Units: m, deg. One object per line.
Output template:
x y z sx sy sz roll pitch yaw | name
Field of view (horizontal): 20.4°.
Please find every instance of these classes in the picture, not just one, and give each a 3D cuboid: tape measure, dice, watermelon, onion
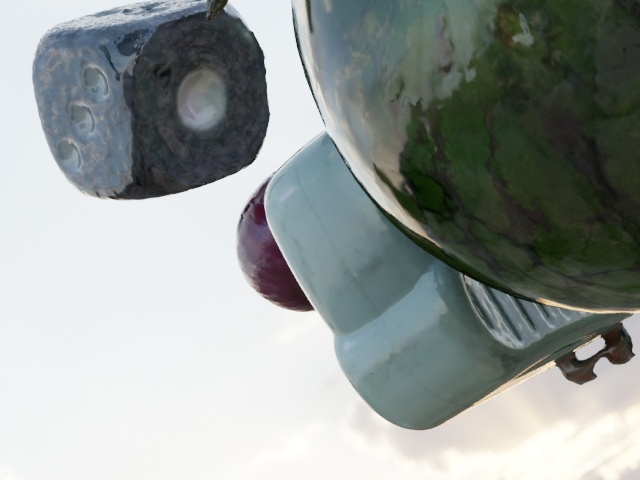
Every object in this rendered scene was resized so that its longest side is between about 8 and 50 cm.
0.083 0.015 1.232 0.125 0.246 0.243 -39 -13 30 | tape measure
-0.172 -0.147 1.812 0.181 0.182 0.183 -22 18 -39 | dice
0.157 -0.124 0.998 0.363 0.363 0.363 -29 -18 -10 | watermelon
-0.007 -0.005 1.906 0.177 0.153 0.177 -11 -34 -8 | onion

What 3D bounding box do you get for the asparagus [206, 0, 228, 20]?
-0.057 -0.280 1.375 0.022 0.232 0.023 17 -11 -26 | asparagus
